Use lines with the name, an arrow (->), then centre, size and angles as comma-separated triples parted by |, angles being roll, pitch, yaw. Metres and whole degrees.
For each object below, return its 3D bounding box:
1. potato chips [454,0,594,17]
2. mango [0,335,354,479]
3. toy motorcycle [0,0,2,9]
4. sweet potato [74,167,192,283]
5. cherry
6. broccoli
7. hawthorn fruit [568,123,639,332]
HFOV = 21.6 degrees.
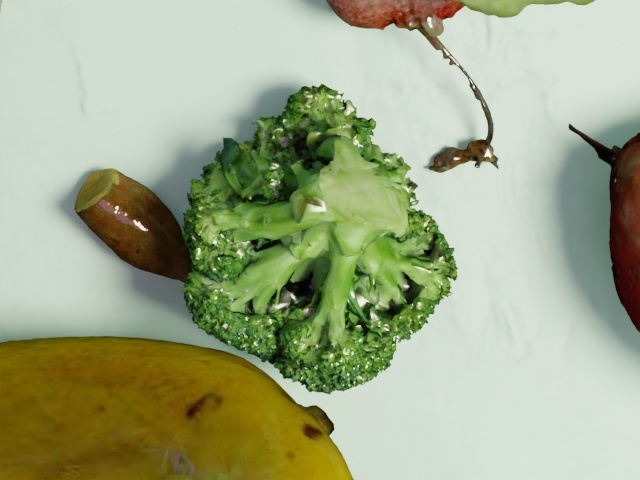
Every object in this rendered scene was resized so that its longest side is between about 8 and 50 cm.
potato chips -> 0.061, -0.344, 0.998 | 0.389, 0.097, 0.373 | 23, 100, 8
mango -> -0.185, 0.210, 1.041 | 0.445, 0.220, 0.301 | -9, 65, -6
toy motorcycle -> -0.304, -0.168, 1.049 | 0.222, 0.108, 0.341 | 7, 89, 6
sweet potato -> -0.112, -0.001, 1.120 | 0.117, 0.049, 0.049 | 41, 96, -12
cherry -> 0.056, -0.143, 1.085 | 0.107, 0.090, 0.226 | -15, 109, -12
broccoli -> 0.000, 0.000, 1.076 | 0.195, 0.195, 0.156 | 29, 139, -7
hawthorn fruit -> 0.253, -0.003, 1.077 | 0.235, 0.181, 0.181 | 35, 97, 3
